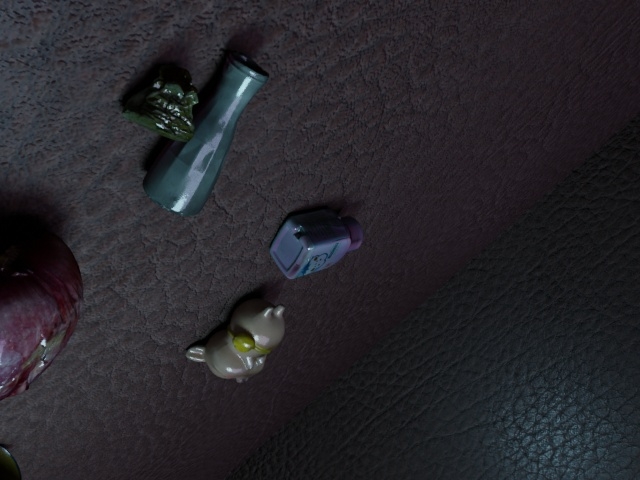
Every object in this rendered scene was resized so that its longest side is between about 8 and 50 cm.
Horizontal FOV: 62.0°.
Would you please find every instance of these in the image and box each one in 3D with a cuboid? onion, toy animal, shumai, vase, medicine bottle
[{"bbox_3d":[-0.390,0.124,0.663,0.283,0.120,0.227,-40,-165,38],"label":"onion"},{"bbox_3d":[-0.175,0.232,1.245,0.248,0.149,0.165,-41,145,25],"label":"toy animal"},{"bbox_3d":[-0.180,-0.165,0.622,0.082,0.083,0.080,-175,-75,-84],"label":"shumai"},{"bbox_3d":[-0.145,-0.137,0.688,0.214,0.086,0.086,-53,153,21],"label":"vase"},{"bbox_3d":[0.000,0.000,1.127,0.188,0.094,0.119,-15,149,-43],"label":"medicine bottle"}]

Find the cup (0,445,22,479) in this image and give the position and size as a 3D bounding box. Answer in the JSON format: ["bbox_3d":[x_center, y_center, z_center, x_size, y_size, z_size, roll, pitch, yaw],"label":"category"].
[{"bbox_3d":[-0.663,0.479,1.018,0.138,0.113,0.150,-33,155,-8],"label":"cup"}]
